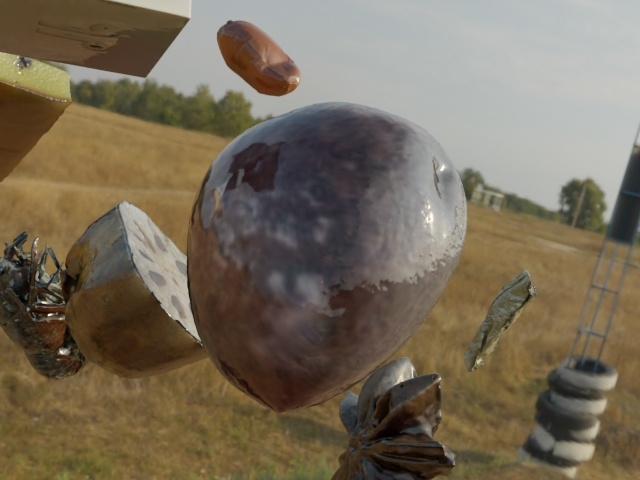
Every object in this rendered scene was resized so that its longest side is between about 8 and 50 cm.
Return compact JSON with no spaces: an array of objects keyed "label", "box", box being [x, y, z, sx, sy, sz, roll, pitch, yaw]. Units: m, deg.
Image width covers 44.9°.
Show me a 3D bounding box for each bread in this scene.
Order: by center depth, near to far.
[{"label":"bread","box":[-0.570,-0.207,1.365,0.138,0.077,0.361,13,-26,-37]}]

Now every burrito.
[{"label":"burrito","box":[0.354,0.160,1.521,0.063,0.229,0.058,26,13,-13]}]

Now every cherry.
[{"label":"cherry","box":[0.000,0.000,0.576,0.184,0.266,0.213,31,-37,-30]}]

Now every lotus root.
[{"label":"lotus root","box":[-0.271,0.087,1.109,0.192,0.272,0.272,-27,2,6]}]

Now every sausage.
[{"label":"sausage","box":[-0.104,-0.306,1.321,0.179,0.089,0.089,45,15,18]}]

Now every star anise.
[{"label":"star anise","box":[0.091,0.323,1.157,0.108,0.315,0.315,16,5,-20]}]

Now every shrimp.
[{"label":"shrimp","box":[-0.491,0.079,1.297,0.137,0.372,0.172,-29,35,-30]}]

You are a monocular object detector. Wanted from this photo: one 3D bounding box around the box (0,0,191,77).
[{"label":"box","box":[-0.170,-0.168,0.543,0.129,0.051,0.130,6,-9,-25]}]
